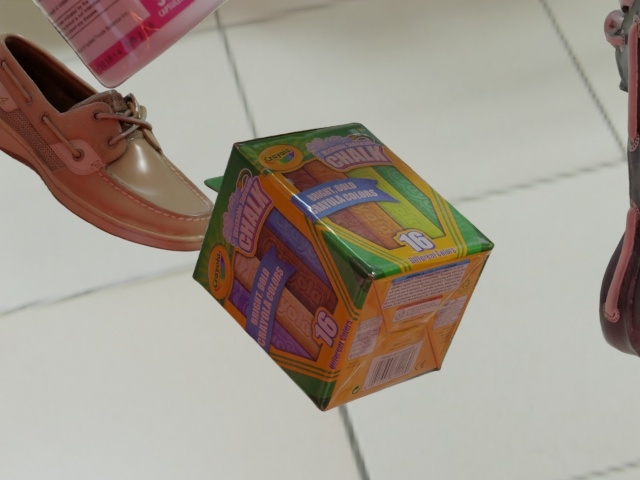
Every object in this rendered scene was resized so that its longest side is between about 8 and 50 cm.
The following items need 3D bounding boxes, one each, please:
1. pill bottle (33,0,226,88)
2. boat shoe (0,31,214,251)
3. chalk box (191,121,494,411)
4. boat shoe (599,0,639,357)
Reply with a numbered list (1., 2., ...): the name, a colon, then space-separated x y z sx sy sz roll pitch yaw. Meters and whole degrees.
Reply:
1. pill bottle: -0.210 -0.286 1.465 0.160 0.283 0.160 -38 10 8
2. boat shoe: -0.238 -0.104 1.798 0.341 0.110 0.121 33 26 22
3. chalk box: 0.000 0.000 1.281 0.132 0.132 0.213 -15 48 -40
4. boat shoe: 0.174 -0.089 0.843 0.099 0.320 0.116 0 8 42
